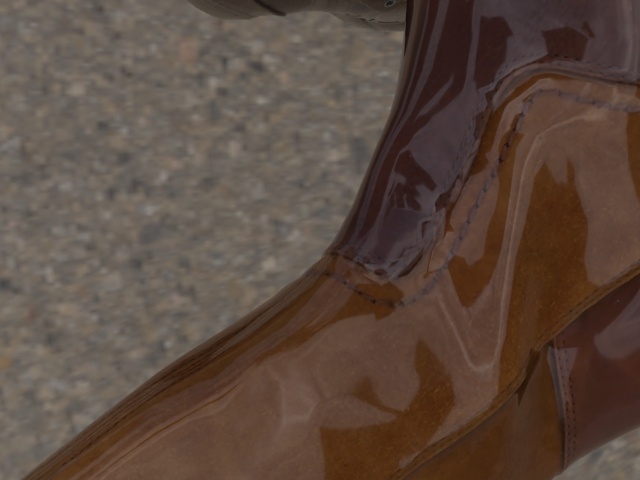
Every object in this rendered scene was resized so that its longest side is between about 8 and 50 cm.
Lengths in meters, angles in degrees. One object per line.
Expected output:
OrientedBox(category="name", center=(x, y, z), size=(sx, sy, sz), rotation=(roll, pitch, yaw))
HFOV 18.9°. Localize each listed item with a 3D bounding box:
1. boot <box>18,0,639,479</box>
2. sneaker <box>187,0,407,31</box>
OrientedBox(category="boot", center=(0.000, 0.000, 0.569), size=(0.280, 0.264, 0.096), rotation=(-39, 35, -15))
OrientedBox(category="sneaker", center=(0.009, -0.124, 0.788), size=(0.071, 0.188, 0.066), rotation=(-5, 89, 32))
